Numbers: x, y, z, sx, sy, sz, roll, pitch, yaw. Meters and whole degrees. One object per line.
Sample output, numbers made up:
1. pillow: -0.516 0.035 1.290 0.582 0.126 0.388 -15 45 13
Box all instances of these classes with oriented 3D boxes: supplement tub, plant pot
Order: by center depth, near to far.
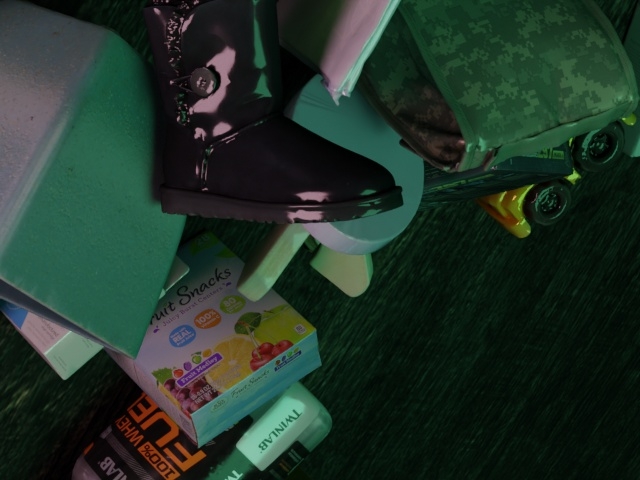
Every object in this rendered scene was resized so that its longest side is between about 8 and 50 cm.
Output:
1. plant pot: -0.261 -0.075 1.657 0.252 0.248 0.247 -62 145 -10
2. supplement tub: -0.155 0.260 2.104 0.316 0.193 0.193 -46 144 -6

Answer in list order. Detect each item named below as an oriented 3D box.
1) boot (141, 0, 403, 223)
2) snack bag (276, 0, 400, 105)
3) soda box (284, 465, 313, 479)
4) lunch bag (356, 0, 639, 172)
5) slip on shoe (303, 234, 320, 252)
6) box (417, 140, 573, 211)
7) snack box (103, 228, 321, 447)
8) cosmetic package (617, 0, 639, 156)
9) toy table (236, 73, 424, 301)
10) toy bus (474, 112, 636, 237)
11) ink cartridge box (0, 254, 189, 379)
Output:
1. boot: -0.047 -0.123 1.563 0.094 0.246 0.207 -21 112 -56
2. snack bag: 0.051 -0.315 1.698 0.037 0.323 0.342 26 98 -22
3. soda box: -0.094 0.366 2.378 0.181 0.061 0.058 -30 141 -25
4. lunch bag: 0.172 -0.200 1.908 0.235 0.287 0.169 -18 151 -27
5. slip on shoe: 0.000 0.000 2.164 0.041 0.051 0.135 -10 154 13
6. box: 0.152 -0.082 2.095 0.183 0.232 0.059 -1 80 -53
7. snack box: -0.131 0.105 1.974 0.174 0.207 0.070 -34 142 -22
8. cosmetic package: 0.465 -0.236 2.401 0.117 0.085 0.231 -16 134 -38
9. toy table: -0.008 -0.056 1.925 0.161 0.252 0.274 -41 -173 36
10. toy bus: 0.249 -0.145 2.219 0.220 0.149 0.211 -49 131 4
11. ink cartridge box: -0.242 0.048 1.894 0.180 0.104 0.060 -42 143 -11
